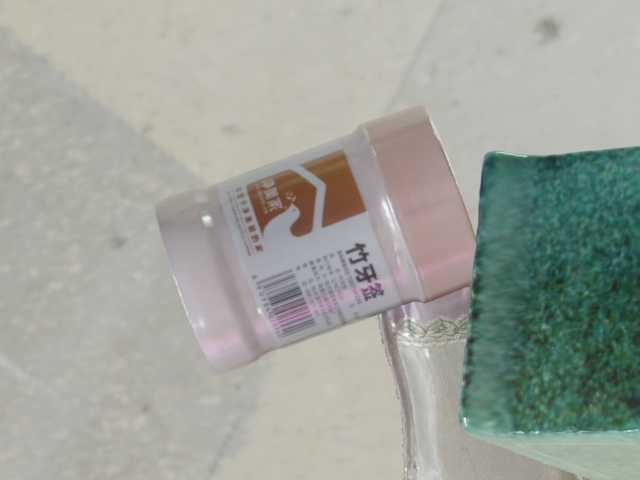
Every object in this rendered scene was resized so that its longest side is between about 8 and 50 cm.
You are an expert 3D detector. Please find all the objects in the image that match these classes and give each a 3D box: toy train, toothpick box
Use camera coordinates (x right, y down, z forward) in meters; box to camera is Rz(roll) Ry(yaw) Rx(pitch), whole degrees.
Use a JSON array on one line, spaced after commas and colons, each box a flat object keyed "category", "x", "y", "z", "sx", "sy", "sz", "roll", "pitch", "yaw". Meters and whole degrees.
[{"category": "toy train", "x": 0.096, "y": 0.027, "z": 0.374, "sx": 0.172, "sy": 0.099, "sz": 0.070, "roll": 26, "pitch": 65, "yaw": -50}, {"category": "toothpick box", "x": 0.000, "y": 0.000, "z": 0.986, "sx": 0.149, "sy": 0.098, "sz": 0.098, "roll": -20, "pitch": 91, "yaw": 1}]

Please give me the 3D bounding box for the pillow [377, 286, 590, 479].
[{"category": "pillow", "x": 0.103, "y": 0.102, "z": 1.159, "sx": 0.130, "sy": 0.038, "sz": 0.233, "roll": -10, "pitch": 114, "yaw": -10}]
